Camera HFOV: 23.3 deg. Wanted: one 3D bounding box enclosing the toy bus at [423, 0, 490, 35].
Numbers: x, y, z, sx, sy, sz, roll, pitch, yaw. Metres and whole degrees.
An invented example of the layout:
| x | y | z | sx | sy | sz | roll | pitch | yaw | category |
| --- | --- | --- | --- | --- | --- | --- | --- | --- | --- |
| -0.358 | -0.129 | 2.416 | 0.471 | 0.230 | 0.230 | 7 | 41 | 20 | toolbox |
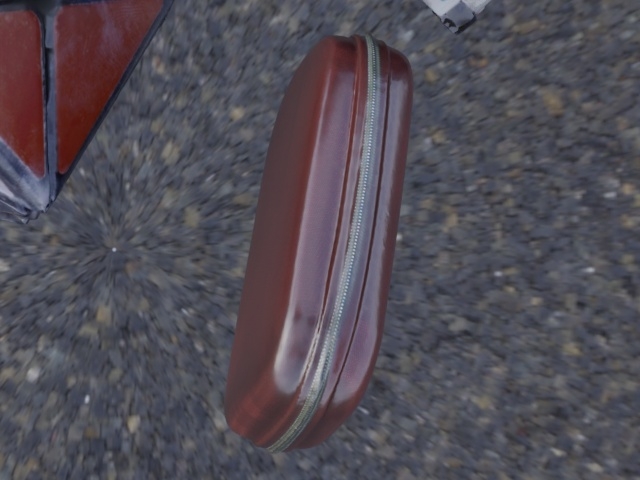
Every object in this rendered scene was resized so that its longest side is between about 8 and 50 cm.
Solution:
| x | y | z | sx | sy | sz | roll | pitch | yaw | category |
| --- | --- | --- | --- | --- | --- | --- | --- | --- | --- |
| 0.052 | -0.408 | 1.382 | 0.249 | 0.209 | 0.440 | -38 | 134 | 16 | toy bus |

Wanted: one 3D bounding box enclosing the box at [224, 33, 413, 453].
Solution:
| x | y | z | sx | sy | sz | roll | pitch | yaw | category |
| --- | --- | --- | --- | --- | --- | --- | --- | --- | --- |
| 0.000 | 0.000 | 1.478 | 0.108 | 0.263 | 0.404 | 14 | 65 | -11 | box |

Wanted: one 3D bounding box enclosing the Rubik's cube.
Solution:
| x | y | z | sx | sy | sz | roll | pitch | yaw | category |
| --- | --- | --- | --- | --- | --- | --- | --- | --- | --- |
| -0.368 | -0.231 | 1.465 | 0.310 | 0.305 | 0.307 | 11 | 63 | 33 | Rubik's cube |
